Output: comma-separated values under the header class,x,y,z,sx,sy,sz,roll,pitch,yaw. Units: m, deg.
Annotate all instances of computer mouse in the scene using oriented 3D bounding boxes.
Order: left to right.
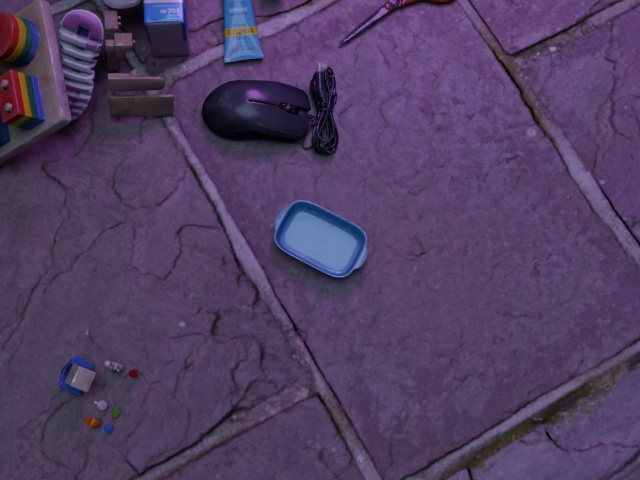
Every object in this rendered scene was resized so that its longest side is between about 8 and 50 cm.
class,x,y,z,sx,sy,sz,roll,pitch,yaw
computer mouse,-0.100,-0.267,1.743,0.272,0.072,0.188,0,75,-2

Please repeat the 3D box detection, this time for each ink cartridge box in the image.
class,x,y,z,sx,sy,sz,roll,pitch,yaw
ink cartridge box,-0.309,-0.483,1.759,0.082,0.139,0.190,-2,75,-4

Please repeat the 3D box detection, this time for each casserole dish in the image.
class,x,y,z,sx,sy,sz,roll,pitch,yaw
casserole dish,0.000,0.000,1.691,0.189,0.037,0.114,27,76,6

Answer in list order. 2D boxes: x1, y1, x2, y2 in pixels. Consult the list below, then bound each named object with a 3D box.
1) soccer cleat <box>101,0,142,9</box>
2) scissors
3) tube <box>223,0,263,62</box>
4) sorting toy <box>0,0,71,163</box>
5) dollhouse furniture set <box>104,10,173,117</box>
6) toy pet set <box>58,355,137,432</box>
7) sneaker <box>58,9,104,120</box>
class,x,y,z,sx,sy,sz,roll,pitch,yaw
soccer cleat,-0.441,-0.589,1.758,0.109,0.116,0.318,-20,54,-23
scissors,0.151,-0.505,1.848,0.297,0.021,0.109,-24,79,-7
tube,-0.168,-0.467,1.812,0.080,0.052,0.207,-8,81,3
sorting toy,-0.607,-0.294,1.654,0.257,0.089,0.255,-23,73,29
dollhouse furniture set,-0.356,-0.347,1.733,0.123,0.144,0.151,-3,57,-13
toy pet set,-0.414,0.268,1.602,0.114,0.065,0.122,31,76,-30
sneaker,-0.474,-0.343,1.716,0.095,0.104,0.236,20,114,-13
